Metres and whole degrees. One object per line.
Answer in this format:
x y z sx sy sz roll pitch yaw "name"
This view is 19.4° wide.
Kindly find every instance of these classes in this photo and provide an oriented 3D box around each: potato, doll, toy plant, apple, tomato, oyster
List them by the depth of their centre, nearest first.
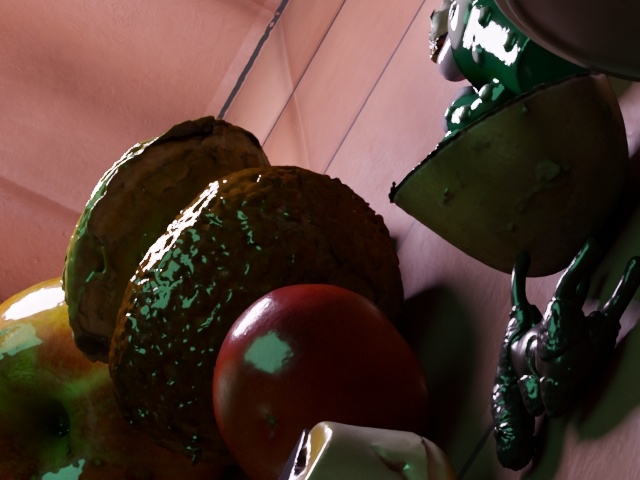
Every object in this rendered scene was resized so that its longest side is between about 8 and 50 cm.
0.160 0.083 1.313 0.139 0.057 0.165 177 111 -74 "doll"
0.159 -0.032 1.416 0.182 0.117 0.202 -23 -13 -36 "potato"
-0.004 0.132 1.545 0.136 0.195 0.195 -23 -27 -54 "tomato"
0.177 -0.193 1.670 0.232 0.112 0.243 -46 26 39 "toy plant"
0.160 -0.245 1.980 0.148 0.051 0.103 -49 8 -7 "oyster"
-0.253 0.205 2.107 0.339 0.339 0.339 -58 14 23 "apple"

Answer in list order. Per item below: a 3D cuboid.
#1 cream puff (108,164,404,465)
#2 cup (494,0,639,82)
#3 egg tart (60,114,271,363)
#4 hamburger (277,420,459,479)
-0.045 0.079 1.743 0.303 0.212 0.303 -33 -41 -35 "cream puff"
0.221 -0.277 1.329 0.208 0.288 0.273 59 -133 -60 "cup"
-0.129 0.020 1.882 0.116 0.295 0.295 32 96 38 "egg tart"
0.002 0.268 1.365 0.227 0.151 0.295 -71 6 -55 "hamburger"
